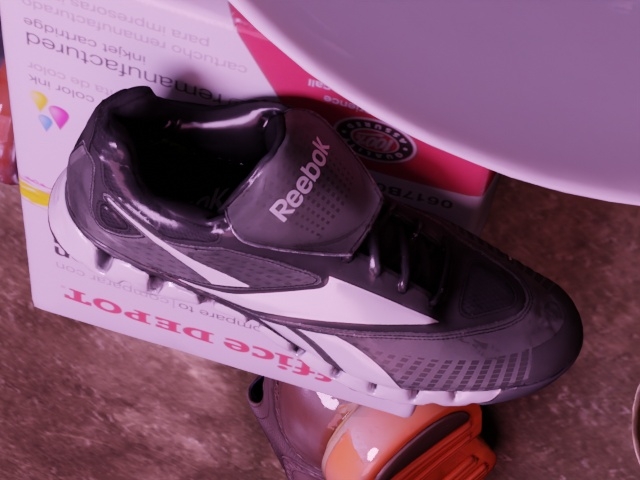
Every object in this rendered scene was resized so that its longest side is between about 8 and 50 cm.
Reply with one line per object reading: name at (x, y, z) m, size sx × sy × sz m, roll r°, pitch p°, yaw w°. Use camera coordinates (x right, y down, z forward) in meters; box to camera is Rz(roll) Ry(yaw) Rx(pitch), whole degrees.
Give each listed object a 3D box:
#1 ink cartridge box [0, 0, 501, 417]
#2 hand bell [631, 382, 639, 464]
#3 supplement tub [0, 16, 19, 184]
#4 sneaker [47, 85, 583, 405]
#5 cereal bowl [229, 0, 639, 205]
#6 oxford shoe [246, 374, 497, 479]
ink cartridge box at (-0.023, -0.058, 0.878) m, size 0.226 × 0.131 × 0.306 m, roll 17°, pitch 149°, yaw 4°
hand bell at (0.267, 0.140, 1.091) m, size 0.126 × 0.126 × 0.242 m, roll 7°, pitch 160°, yaw 22°
supplement tub at (-0.228, -0.106, 0.947) m, size 0.198 × 0.106 × 0.106 m, roll 19°, pitch 151°, yaw 2°
sneaker at (0.000, 0.000, 0.751) m, size 0.234 × 0.078 × 0.106 m, roll 20°, pitch 152°, yaw 2°
cereal bowl at (0.104, -0.177, 0.377) m, size 0.339 × 0.141 × 0.339 m, roll -4°, pitch 131°, yaw -4°
oxford shoe at (0.028, 0.126, 1.207) m, size 0.132 × 0.130 × 0.363 m, roll 47°, pitch 165°, yaw 19°
